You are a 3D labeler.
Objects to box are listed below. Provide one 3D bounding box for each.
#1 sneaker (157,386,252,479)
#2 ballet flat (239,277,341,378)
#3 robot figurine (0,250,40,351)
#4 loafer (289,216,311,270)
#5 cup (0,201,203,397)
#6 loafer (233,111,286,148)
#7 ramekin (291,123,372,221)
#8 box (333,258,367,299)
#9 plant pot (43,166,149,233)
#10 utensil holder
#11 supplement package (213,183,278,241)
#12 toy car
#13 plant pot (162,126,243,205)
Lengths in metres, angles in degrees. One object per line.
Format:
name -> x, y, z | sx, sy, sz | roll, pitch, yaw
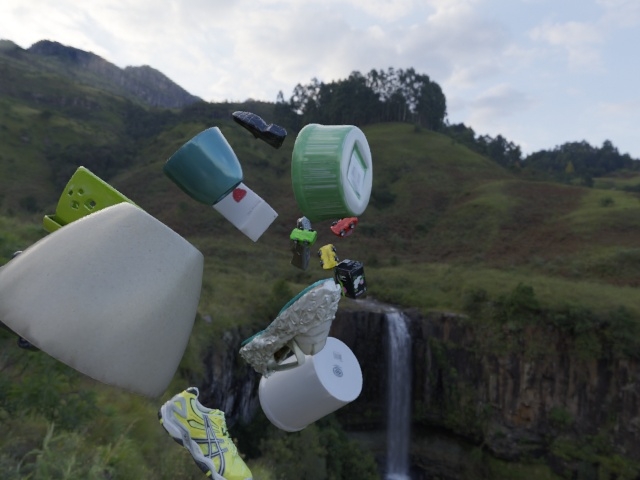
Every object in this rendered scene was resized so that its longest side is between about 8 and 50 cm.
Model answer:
sneaker -> -0.351, 0.649, 1.488 | 0.384, 0.147, 0.145 | 47, -11, -5
ballet flat -> -0.057, 0.230, 1.106 | 0.147, 0.147, 0.409 | 11, -36, -31
robot figurine -> -0.757, 0.157, 1.174 | 0.174, 0.209, 0.278 | 26, -27, -4
loafer -> -0.092, 0.016, 1.898 | 0.087, 0.251, 0.094 | 10, 31, 9
cup -> -0.340, 0.076, 0.784 | 0.331, 0.237, 0.331 | 32, -14, 9
loafer -> -0.188, -0.328, 1.361 | 0.170, 0.062, 0.061 | 28, -47, 2
ramekin -> 0.048, -0.205, 1.385 | 0.148, 0.303, 0.303 | 2, -8, 26
box -> 0.077, 0.100, 1.177 | 0.052, 0.083, 0.062 | -29, 27, -37
plant pot -> -0.677, -0.069, 1.371 | 0.228, 0.207, 0.227 | 40, -10, -19
utensil holder -> -0.044, 0.670, 2.124 | 0.328, 0.327, 0.385 | 13, -41, -45
supplement package -> -0.380, -0.163, 2.148 | 0.293, 0.177, 0.175 | 37, -6, 25
toy car -> 0.000, 0.000, 1.608 | 0.225, 0.239, 0.053 | 9, -32, 28
plant pot -> -0.463, -0.286, 1.897 | 0.235, 0.293, 0.293 | 49, -14, -6
